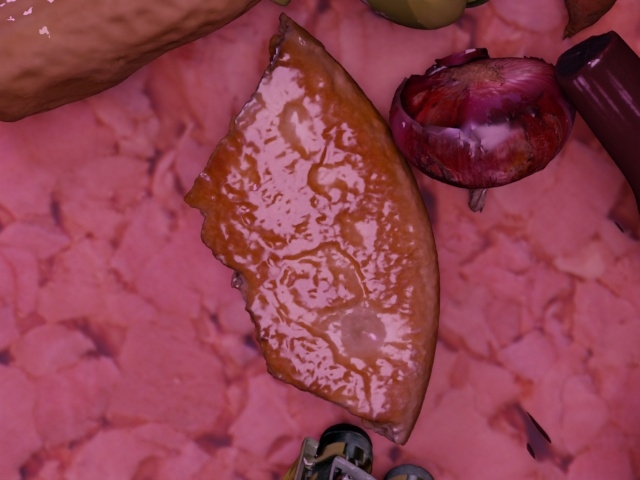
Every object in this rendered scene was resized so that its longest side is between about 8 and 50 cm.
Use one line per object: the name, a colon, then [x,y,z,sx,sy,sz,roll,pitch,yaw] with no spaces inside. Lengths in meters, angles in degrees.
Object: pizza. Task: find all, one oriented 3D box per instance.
pizza: [0.000,0.000,1.241,0.182,0.074,0.365,-22,95,-3]

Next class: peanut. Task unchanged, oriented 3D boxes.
peanut: [-0.157,-0.196,1.172,0.319,0.147,0.147,-26,95,15]

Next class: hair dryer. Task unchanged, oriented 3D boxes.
hair dryer: [0.377,-0.116,1.231,0.340,0.123,0.312,-44,112,-12]

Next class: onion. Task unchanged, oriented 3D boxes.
onion: [0.133,-0.076,1.229,0.150,0.150,0.140,-12,124,-2]

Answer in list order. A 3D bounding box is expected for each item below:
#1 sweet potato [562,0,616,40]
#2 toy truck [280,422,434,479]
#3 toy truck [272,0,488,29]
sweet potato: [0.241,-0.272,1.241,0.068,0.068,0.226,17,92,-4]
toy truck: [0.074,0.277,1.256,0.259,0.128,0.135,27,118,-6]
toy truck: [0.039,-0.268,1.199,0.210,0.148,0.187,13,97,22]
